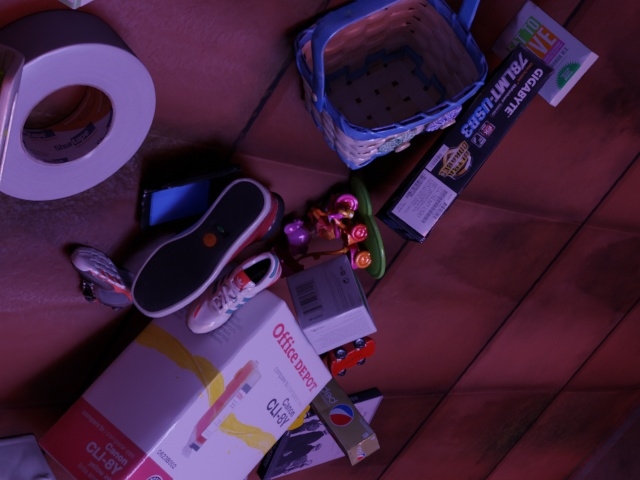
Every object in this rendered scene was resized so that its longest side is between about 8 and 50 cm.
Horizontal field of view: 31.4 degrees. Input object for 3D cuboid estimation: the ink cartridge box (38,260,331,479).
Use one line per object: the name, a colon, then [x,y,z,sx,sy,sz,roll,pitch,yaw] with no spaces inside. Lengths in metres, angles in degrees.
ink cartridge box: [-0.188,0.251,1.715,0.385,0.160,0.279,-48,148,-14]

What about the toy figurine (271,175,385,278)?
toy figurine: [0.000,0.000,1.756,0.159,0.130,0.173,-17,120,-16]

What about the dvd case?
dvd case: [0.001,0.387,2.269,0.238,0.029,0.179,-10,137,-38]

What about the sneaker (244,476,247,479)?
sneaker: [-0.163,0.456,2.133,0.094,0.091,0.258,-23,144,-23]

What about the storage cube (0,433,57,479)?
storage cube: [-0.501,0.428,1.687,0.215,0.184,0.193,0,130,-44]

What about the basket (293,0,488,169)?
basket: [0.097,-0.240,1.463,0.254,0.201,0.289,-28,155,-15]

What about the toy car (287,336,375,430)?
toy car: [-0.034,0.230,2.029,0.239,0.053,0.225,-46,146,9]

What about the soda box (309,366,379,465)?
soda box: [0.026,0.291,1.941,0.058,0.181,0.061,-32,145,-11]

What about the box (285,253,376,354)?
box: [0.016,0.096,1.700,0.102,0.101,0.087,-21,145,4]

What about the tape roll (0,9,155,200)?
tape roll: [-0.302,-0.151,1.299,0.219,0.072,0.219,-26,145,-20]

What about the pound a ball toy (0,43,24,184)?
pound a ball toy: [-0.423,-0.100,1.146,0.208,0.136,0.319,11,112,-12]

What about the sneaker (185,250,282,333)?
sneaker: [-0.124,0.067,1.590,0.161,0.057,0.075,-36,169,-11]

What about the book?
book: [0.332,-0.280,1.699,0.096,0.144,0.035,-51,145,16]

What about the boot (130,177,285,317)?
boot: [-0.151,0.018,1.608,0.244,0.088,0.176,-43,171,3]

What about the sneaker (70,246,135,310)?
sneaker: [-0.303,0.063,1.566,0.065,0.061,0.158,-36,147,6]

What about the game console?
game console: [-0.174,-0.057,1.533,0.122,0.107,0.071,-17,101,-31]

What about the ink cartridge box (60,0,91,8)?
ink cartridge box: [-0.188,-0.359,1.184,0.235,0.056,0.171,-43,157,-44]

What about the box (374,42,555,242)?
box: [0.200,-0.131,1.647,0.293,0.073,0.295,-50,180,0]
